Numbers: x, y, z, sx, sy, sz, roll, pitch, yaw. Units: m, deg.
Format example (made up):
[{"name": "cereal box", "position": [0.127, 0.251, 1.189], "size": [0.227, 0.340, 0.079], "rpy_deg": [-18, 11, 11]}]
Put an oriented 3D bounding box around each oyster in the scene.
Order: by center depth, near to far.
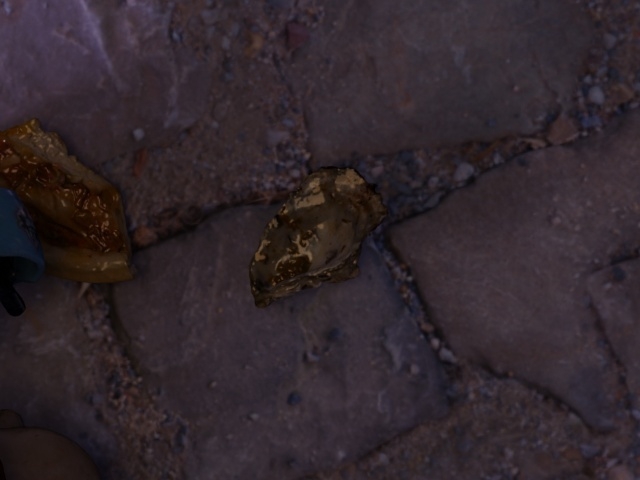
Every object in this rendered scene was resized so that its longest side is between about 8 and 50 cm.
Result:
[{"name": "oyster", "position": [-0.007, 0.004, 1.410], "size": [0.105, 0.056, 0.177], "rpy_deg": [38, 94, 21]}]

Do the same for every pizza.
[{"name": "pizza", "position": [-0.302, -0.042, 1.463], "size": [0.271, 0.056, 0.134], "rpy_deg": [43, 103, 8]}]

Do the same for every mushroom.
[{"name": "mushroom", "position": [-0.329, 0.258, 1.406], "size": [0.204, 0.204, 0.204], "rpy_deg": [0, 87, 10]}]

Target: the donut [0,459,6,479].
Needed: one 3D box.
[{"name": "donut", "position": [-0.408, 0.248, 1.256], "size": [0.235, 0.089, 0.235], "rpy_deg": [0, 96, 2]}]

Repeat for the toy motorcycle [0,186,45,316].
[{"name": "toy motorcycle", "position": [-0.416, 0.088, 1.366], "size": [0.232, 0.172, 0.416], "rpy_deg": [15, 77, 26]}]
